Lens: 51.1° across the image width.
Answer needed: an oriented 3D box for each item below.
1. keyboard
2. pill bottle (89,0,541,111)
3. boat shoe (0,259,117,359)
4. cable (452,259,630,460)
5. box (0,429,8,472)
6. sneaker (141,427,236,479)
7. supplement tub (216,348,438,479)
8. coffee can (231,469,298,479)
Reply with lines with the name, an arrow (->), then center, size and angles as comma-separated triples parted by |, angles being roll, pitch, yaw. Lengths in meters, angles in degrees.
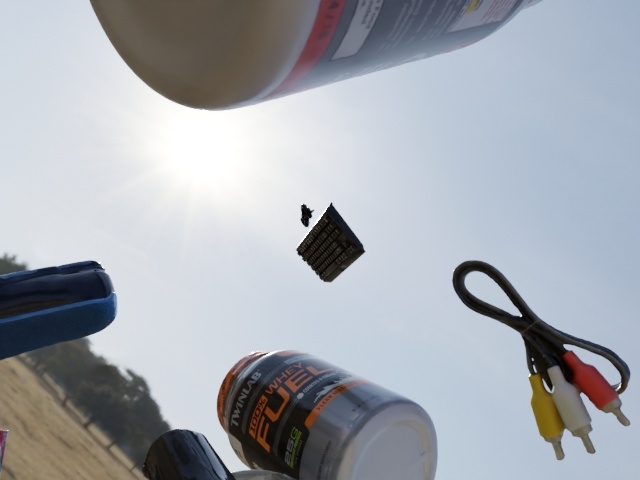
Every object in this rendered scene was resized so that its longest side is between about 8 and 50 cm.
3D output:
keyboard -> 0.000, 0.000, 0.942 | 0.108, 0.023, 0.180 | 54, -23, 5
pill bottle -> 0.037, -0.225, 0.460 | 0.210, 0.362, 0.210 | 24, -55, 38
boat shoe -> -0.364, 0.081, 0.748 | 0.109, 0.258, 0.089 | 110, -35, -43
cable -> 0.290, 0.132, 0.874 | 0.287, 0.139, 0.072 | 57, 18, 10
box -> -0.552, 0.321, 0.854 | 0.299, 0.142, 0.154 | -20, -31, 34
sneaker -> -0.080, 0.248, 0.555 | 0.118, 0.083, 0.222 | 46, -32, 38
supplement tub -> -0.006, 0.271, 0.952 | 0.316, 0.193, 0.194 | 12, -39, 51
coffee can -> -0.086, 0.411, 0.764 | 0.201, 0.201, 0.275 | 36, -37, 19
